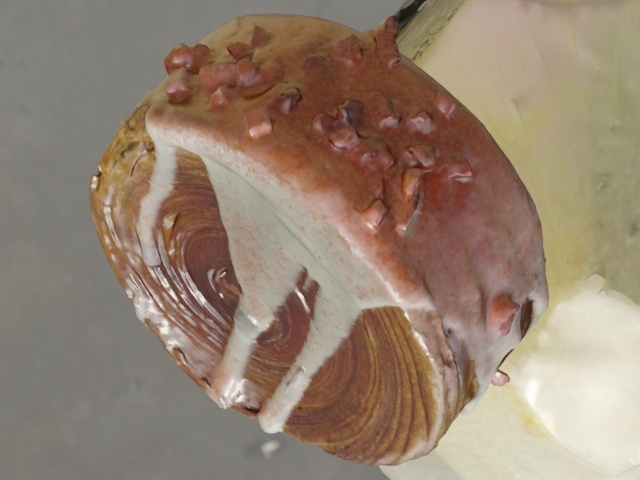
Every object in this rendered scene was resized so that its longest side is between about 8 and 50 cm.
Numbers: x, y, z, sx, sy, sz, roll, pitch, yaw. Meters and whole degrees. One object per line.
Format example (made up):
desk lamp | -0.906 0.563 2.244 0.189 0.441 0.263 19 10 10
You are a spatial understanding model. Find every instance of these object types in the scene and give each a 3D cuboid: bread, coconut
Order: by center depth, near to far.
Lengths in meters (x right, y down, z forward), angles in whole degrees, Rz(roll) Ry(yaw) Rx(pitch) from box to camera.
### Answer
bread | 0.000 0.000 0.640 0.073 0.160 0.160 -43 154 -30
coconut | 0.161 -0.006 0.883 0.352 0.352 0.352 -15 143 -11
